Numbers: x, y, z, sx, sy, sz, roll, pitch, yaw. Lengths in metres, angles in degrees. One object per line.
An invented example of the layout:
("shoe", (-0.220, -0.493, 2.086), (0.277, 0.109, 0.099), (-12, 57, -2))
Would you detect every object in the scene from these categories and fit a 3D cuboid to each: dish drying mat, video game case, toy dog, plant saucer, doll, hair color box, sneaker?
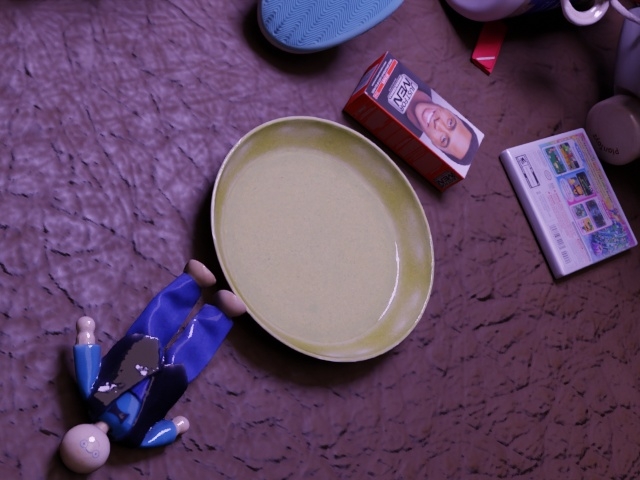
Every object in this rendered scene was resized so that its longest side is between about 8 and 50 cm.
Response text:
("dish drying mat", (0.202, -0.236, 1.131), (0.032, 0.008, 0.083), (34, 57, -15))
("video game case", (0.291, -0.047, 1.105), (0.143, 0.019, 0.157), (-17, 80, -36))
("toy dog", (0.416, -0.226, 1.096), (0.220, 0.161, 0.333), (-42, 132, -21))
("plant saucer", (0.000, 0.000, 0.894), (0.241, 0.037, 0.241), (13, 64, -28))
("doll", (-0.143, 0.103, 0.758), (0.129, 0.046, 0.189), (46, 60, -20))
("hair color box", (0.100, -0.125, 1.001), (0.141, 0.043, 0.072), (38, 55, -15))
("sneaker", (0.050, -0.323, 1.010), (0.319, 0.208, 0.127), (-45, 104, 1))

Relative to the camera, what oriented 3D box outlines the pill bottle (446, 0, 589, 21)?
("pill bottle", (0.272, -0.353, 1.131), (0.265, 0.153, 0.153), (-19, 82, -35))
